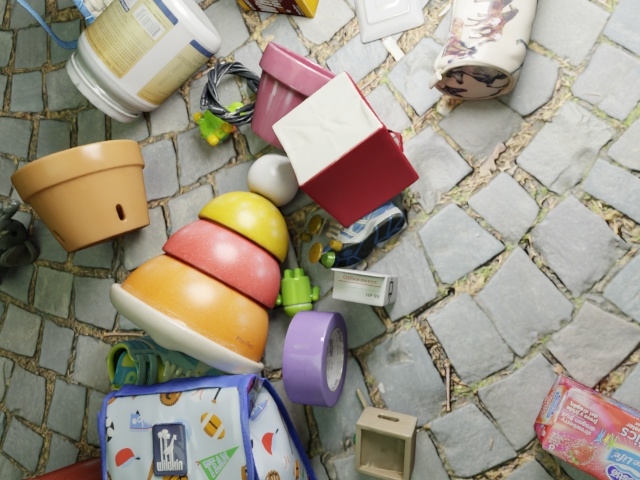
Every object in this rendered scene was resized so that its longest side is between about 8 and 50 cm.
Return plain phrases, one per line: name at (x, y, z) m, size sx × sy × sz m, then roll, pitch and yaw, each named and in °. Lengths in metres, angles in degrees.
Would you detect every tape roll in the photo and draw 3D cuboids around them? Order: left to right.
tape roll at (-0.006, 0.239, 0.950) m, size 0.080 × 0.189 × 0.189 m, roll 0°, pitch 86°, yaw 19°

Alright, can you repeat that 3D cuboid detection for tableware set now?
tableware set at (0.000, 0.000, 1.005) m, size 0.154 × 0.024 × 0.104 m, roll 27°, pitch 96°, yaw 57°

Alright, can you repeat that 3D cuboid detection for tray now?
tray at (0.139, -0.594, 1.042) m, size 0.145 × 0.030 × 0.270 m, roll -10°, pitch 83°, yaw 17°

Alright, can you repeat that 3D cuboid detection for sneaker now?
sneaker at (-0.342, 0.316, 1.047) m, size 0.319 × 0.208 × 0.127 m, roll 18°, pitch 91°, yaw 18°
sneaker at (0.081, -0.014, 1.008) m, size 0.211 × 0.080 × 0.081 m, roll -34°, pitch 54°, yaw 14°

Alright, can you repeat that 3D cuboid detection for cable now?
cable at (-0.195, -0.353, 1.092) m, size 0.150 × 0.047 × 0.184 m, roll 13°, pitch 59°, yaw -4°

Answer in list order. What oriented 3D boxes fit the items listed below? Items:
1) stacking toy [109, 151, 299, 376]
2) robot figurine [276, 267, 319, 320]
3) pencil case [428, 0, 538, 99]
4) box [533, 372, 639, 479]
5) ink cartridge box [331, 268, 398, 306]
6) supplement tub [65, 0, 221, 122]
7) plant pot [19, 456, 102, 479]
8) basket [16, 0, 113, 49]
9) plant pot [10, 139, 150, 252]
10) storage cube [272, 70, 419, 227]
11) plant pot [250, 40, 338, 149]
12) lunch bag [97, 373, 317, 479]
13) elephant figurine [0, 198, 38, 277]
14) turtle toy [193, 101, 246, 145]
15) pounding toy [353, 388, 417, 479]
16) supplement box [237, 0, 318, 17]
stacking toy at (-0.179, 0.019, 1.012) m, size 0.350 × 0.350 × 0.480 m, roll 25°, pitch 75°, yaw 18°
robot figurine at (-0.054, 0.121, 1.038) m, size 0.101 × 0.067 × 0.115 m, roll -9°, pitch 84°, yaw 13°
pencil case at (0.327, -0.483, 0.900) m, size 0.183 × 0.160 × 0.410 m, roll 11°, pitch 90°, yaw 2°
box at (0.522, 0.353, 0.798) m, size 0.257 × 0.128 × 0.123 m, roll 25°, pitch 94°, yaw 18°
ink cartridge box at (0.089, 0.093, 0.932) m, size 0.104 × 0.180 × 0.060 m, roll 7°, pitch 89°, yaw 19°
supplement tub at (-0.423, -0.459, 1.116) m, size 0.316 × 0.228 × 0.228 m, roll -37°, pitch 76°, yaw 12°
plant pot at (-0.610, 0.654, 1.084) m, size 0.272 × 0.265 × 0.272 m, roll -1°, pitch 86°, yaw 18°
basket at (-0.585, -0.606, 1.176) m, size 0.289 × 0.255 × 0.201 m, roll -22°, pitch 81°, yaw -3°
plant pot at (-0.550, -0.097, 1.125) m, size 0.290 × 0.291 × 0.203 m, roll -17°, pitch 97°, yaw 17°
storage cube at (0.051, -0.178, 0.930) m, size 0.215 × 0.193 × 0.184 m, roll -34°, pitch 55°, yaw 15°
plant pot at (-0.059, -0.301, 1.014) m, size 0.201 × 0.201 × 0.180 m, roll 36°, pitch 113°, yaw 17°
lunch bag at (-0.222, 0.440, 0.918) m, size 0.327 × 0.239 × 0.385 m, roll -10°, pitch 112°, yaw 15°
elephant figurine at (-0.879, 0.011, 1.286) m, size 0.239 × 0.186 × 0.169 m, roll -39°, pitch 111°, yaw -14°
turtle toy at (-0.239, -0.290, 1.128) m, size 0.130 × 0.066 × 0.095 m, roll -35°, pitch 78°, yaw 13°
pounding toy at (0.124, 0.399, 0.955) m, size 0.141 × 0.100 × 0.130 m, roll 6°, pitch 102°, yaw 21°
supplement box at (-0.097, -0.647, 1.072) m, size 0.194 × 0.129 × 0.191 m, roll 16°, pitch 92°, yaw 19°
